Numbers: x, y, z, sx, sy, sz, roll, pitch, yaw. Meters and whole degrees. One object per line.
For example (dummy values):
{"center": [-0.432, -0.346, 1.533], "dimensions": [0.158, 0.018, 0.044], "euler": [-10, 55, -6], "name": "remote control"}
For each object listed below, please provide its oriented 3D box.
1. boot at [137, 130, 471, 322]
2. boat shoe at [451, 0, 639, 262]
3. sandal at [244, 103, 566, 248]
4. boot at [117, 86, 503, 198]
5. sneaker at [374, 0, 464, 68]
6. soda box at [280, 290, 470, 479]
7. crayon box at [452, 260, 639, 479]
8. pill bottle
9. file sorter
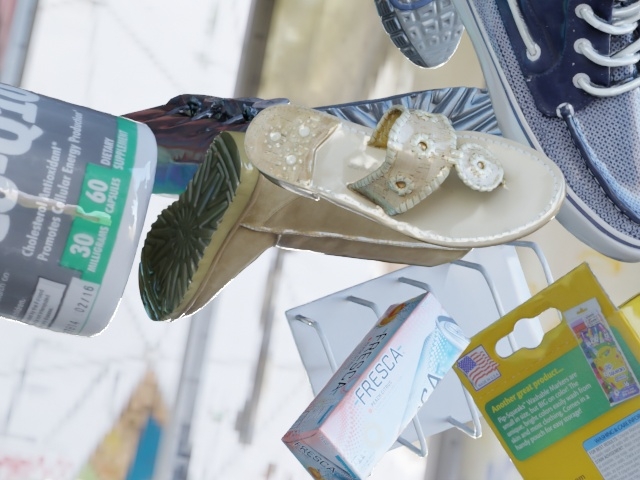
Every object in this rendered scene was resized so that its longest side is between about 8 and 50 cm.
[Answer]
{"center": [0.000, 0.000, 1.652], "dimensions": [0.269, 0.089, 0.236], "euler": [5, -36, -32], "name": "boot"}
{"center": [0.200, -0.152, 1.383], "dimensions": [0.127, 0.340, 0.158], "euler": [-29, -2, -30], "name": "boat shoe"}
{"center": [0.047, -0.057, 1.304], "dimensions": [0.240, 0.088, 0.079], "euler": [13, -14, 22], "name": "sandal"}
{"center": [0.000, -0.088, 2.000], "dimensions": [0.367, 0.146, 0.445], "euler": [2, 1, -23], "name": "boot"}
{"center": [0.095, -0.332, 2.067], "dimensions": [0.111, 0.297, 0.129], "euler": [-13, -5, 1], "name": "sneaker"}
{"center": [0.048, 0.126, 1.568], "dimensions": [0.063, 0.183, 0.058], "euler": [51, -36, -13], "name": "soda box"}
{"center": [0.291, 0.190, 1.788], "dimensions": [0.203, 0.323, 0.083], "euler": [-37, -7, 38], "name": "crayon box"}
{"center": [-0.341, -0.052, 1.626], "dimensions": [0.361, 0.204, 0.204], "euler": [15, -14, -14], "name": "pill bottle"}
{"center": [0.133, 0.127, 2.073], "dimensions": [0.277, 0.193, 0.173], "euler": [-20, 5, -10], "name": "file sorter"}
